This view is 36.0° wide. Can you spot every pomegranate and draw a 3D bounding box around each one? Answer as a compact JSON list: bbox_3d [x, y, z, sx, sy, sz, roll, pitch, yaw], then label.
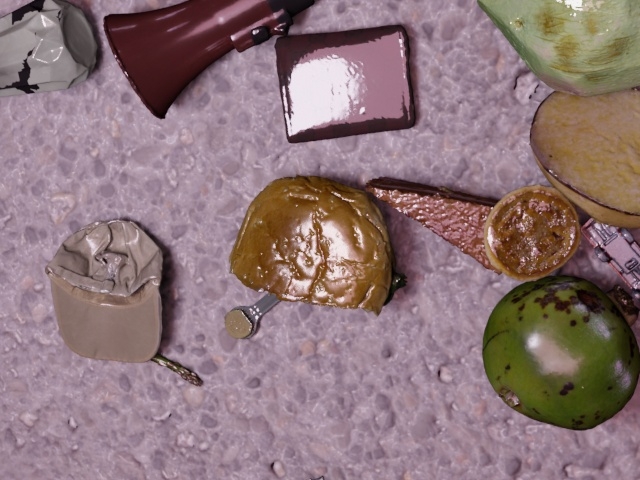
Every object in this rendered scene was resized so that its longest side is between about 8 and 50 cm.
[{"bbox_3d":[0.389,0.165,1.553,0.270,0.254,0.254,-40,89,-3],"label":"pomegranate"}]

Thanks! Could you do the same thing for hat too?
[{"bbox_3d":[-0.379,0.094,1.811,0.214,0.149,0.244,7,129,5],"label":"hat"}]

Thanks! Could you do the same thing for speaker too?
[{"bbox_3d":[-0.195,-0.392,1.668,0.329,0.198,0.259,-32,52,3],"label":"speaker"}]

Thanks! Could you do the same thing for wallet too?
[{"bbox_3d":[0.042,-0.264,1.655,0.229,0.049,0.182,-5,99,13],"label":"wallet"}]

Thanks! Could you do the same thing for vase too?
[{"bbox_3d":[-0.580,-0.319,1.750,0.360,0.165,0.165,-11,97,20],"label":"vase"}]

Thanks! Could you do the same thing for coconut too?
[{"bbox_3d":[0.390,-0.365,1.433,0.328,0.281,0.328,4,138,4],"label":"coconut"}]

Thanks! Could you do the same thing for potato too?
[{"bbox_3d":[0.462,-0.121,1.524,0.299,0.116,0.239,20,66,5],"label":"potato"}]

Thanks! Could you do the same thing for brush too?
[{"bbox_3d":[-0.068,0.087,1.756,0.266,0.027,0.062,-40,82,17],"label":"brush"}]

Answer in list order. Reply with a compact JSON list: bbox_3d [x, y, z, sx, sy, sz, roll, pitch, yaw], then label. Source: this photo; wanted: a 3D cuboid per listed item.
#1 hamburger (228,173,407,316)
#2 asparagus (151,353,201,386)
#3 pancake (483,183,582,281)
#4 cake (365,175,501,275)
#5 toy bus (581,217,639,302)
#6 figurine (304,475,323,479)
[{"bbox_3d":[0.000,0.000,1.659,0.309,0.132,0.211,16,98,16],"label":"hamburger"},{"bbox_3d":[-0.331,0.214,1.847,0.248,0.024,0.025,23,148,9],"label":"asparagus"},{"bbox_3d":[0.331,-0.011,1.533,0.158,0.028,0.158,0,99,0],"label":"pancake"},{"bbox_3d":[0.213,-0.036,1.614,0.295,0.116,0.112,20,103,6],"label":"cake"},{"bbox_3d":[0.499,0.033,1.579,0.065,0.077,0.192,-43,86,19],"label":"toy bus"},{"bbox_3d":[-0.024,0.511,1.721,0.162,0.237,0.141,-20,88,14],"label":"figurine"}]
